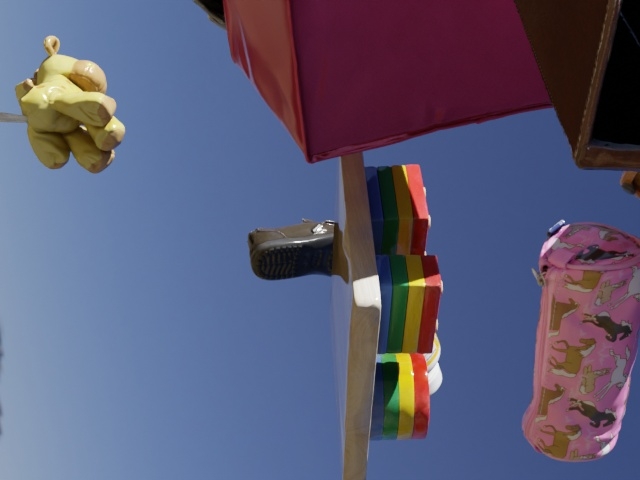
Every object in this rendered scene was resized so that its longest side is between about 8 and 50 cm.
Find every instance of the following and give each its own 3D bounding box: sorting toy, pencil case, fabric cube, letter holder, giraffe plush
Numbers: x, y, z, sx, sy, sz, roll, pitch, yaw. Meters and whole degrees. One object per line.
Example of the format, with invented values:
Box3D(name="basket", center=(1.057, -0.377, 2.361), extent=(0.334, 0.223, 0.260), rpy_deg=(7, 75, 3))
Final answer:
Box3D(name="sorting toy", center=(0.064, 0.071, 1.165), extent=(0.257, 0.089, 0.255), rpy_deg=(-94, -175, -50))
Box3D(name="pencil case", center=(0.404, 0.163, 1.765), extent=(0.160, 0.167, 0.386), rpy_deg=(-52, 146, -53))
Box3D(name="fabric cube", center=(0.056, -0.256, 1.031), extent=(0.258, 0.259, 0.254), rpy_deg=(-124, -155, -57))
Box3D(name="letter holder", center=(0.232, -0.208, 0.752), extent=(0.302, 0.152, 0.214), rpy_deg=(-89, -179, -58))
Box3D(name="giraffe plush", center=(-0.418, -0.233, 1.874), extent=(0.170, 0.210, 0.181), rpy_deg=(-85, -160, -45))

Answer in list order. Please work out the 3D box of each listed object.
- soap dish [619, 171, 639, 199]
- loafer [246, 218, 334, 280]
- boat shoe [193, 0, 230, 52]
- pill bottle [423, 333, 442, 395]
Box3D(name="soap dish", center=(0.567, -0.079, 1.606), extent=(0.291, 0.118, 0.229), rpy_deg=(39, -14, 14))
Box3D(name="loafer", center=(0.000, 0.000, 1.512), extent=(0.078, 0.220, 0.080), rpy_deg=(56, -45, 42))
Box3D(name="boat shoe", center=(-0.064, -0.256, 1.213), extent=(0.113, 0.306, 0.105), rpy_deg=(-33, -137, 21))
Box3D(name="pill bottle", center=(0.118, 0.148, 1.766), extent=(0.117, 0.118, 0.208), rpy_deg=(44, -19, 57))
